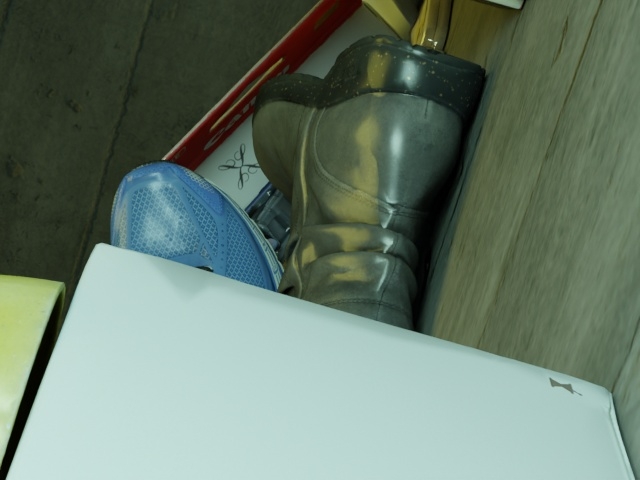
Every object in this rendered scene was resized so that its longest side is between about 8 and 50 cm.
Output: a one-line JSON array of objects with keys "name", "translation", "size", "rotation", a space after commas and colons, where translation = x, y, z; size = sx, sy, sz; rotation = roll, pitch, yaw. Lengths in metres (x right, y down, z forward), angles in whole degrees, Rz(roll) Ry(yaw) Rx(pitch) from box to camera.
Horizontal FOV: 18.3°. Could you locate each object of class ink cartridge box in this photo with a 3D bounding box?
[{"name": "ink cartridge box", "translation": [-0.047, -0.088, 1.695], "size": [0.296, 0.066, 0.261], "rotation": [-46, -3, -9]}]

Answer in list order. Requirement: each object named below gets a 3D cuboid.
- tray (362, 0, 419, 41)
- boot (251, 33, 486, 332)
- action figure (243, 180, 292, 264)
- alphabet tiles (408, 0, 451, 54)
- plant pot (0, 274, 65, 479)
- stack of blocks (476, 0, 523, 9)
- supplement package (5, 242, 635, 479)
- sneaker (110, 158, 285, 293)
[{"name": "tray", "translation": [0.006, -0.282, 1.758], "size": [0.030, 0.270, 0.145], "rotation": [-36, -1, -8]}, {"name": "boot", "translation": [0.000, 0.000, 1.357], "size": [0.338, 0.118, 0.223], "rotation": [145, 139, -76]}, {"name": "action figure", "translation": [-0.042, 0.077, 1.626], "size": [0.341, 0.178, 0.330], "rotation": [-52, 3, -24]}, {"name": "alphabet tiles", "translation": [0.051, -0.060, 1.605], "size": [0.284, 0.021, 0.278], "rotation": [110, 173, -46]}, {"name": "plant pot", "translation": [-0.150, 0.066, 0.667], "size": [0.134, 0.095, 0.134], "rotation": [-164, 90, -86]}, {"name": "stack of blocks", "translation": [0.000, -0.263, 1.217], "size": [0.087, 0.297, 0.171], "rotation": [-113, 38, -83]}, {"name": "supplement package", "translation": [-0.008, 0.131, 0.629], "size": [0.262, 0.204, 0.145], "rotation": [-89, 16, -72]}, {"name": "sneaker", "translation": [-0.080, 0.086, 1.381], "size": [0.147, 0.129, 0.330], "rotation": [58, -166, -68]}]
